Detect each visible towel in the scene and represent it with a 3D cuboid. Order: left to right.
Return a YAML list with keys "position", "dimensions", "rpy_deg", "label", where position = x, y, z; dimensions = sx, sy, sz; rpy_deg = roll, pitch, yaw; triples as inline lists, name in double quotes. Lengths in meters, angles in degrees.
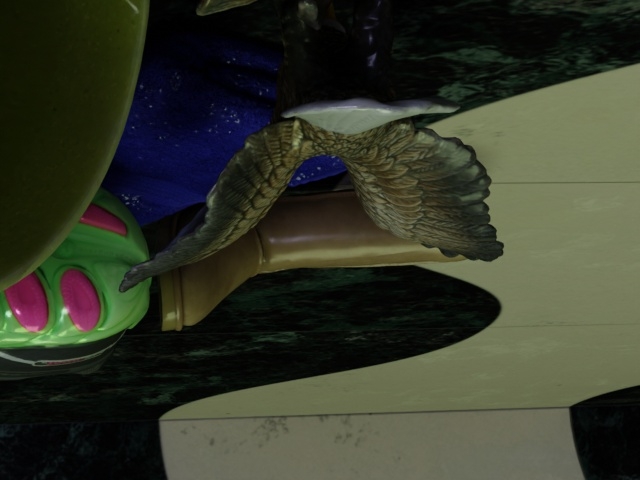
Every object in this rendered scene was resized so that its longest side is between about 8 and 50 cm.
- position: [-0.130, -0.069, 1.465]
  dimensions: [0.308, 0.076, 0.228]
  rpy_deg: [-16, 162, 42]
  label: "towel"

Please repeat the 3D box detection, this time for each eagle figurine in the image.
- position: [0.000, -0.066, 1.222]
  dimensions: [0.226, 0.298, 0.225]
  rpy_deg: [24, -138, 24]
  label: "eagle figurine"

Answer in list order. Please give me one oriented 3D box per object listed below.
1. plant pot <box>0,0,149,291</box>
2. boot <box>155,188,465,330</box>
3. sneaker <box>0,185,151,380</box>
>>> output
- position: [-0.274, -0.124, 0.890]
  dimensions: [0.294, 0.274, 0.275]
  rpy_deg: [7, 172, 25]
  label: "plant pot"
- position: [0.000, 0.000, 1.650]
  dimensions: [0.270, 0.089, 0.236]
  rpy_deg: [-3, -158, 3]
  label: "boot"
- position: [-0.369, 0.037, 1.454]
  dimensions: [0.483, 0.185, 0.202]
  rpy_deg: [9, 150, 1]
  label: "sneaker"
